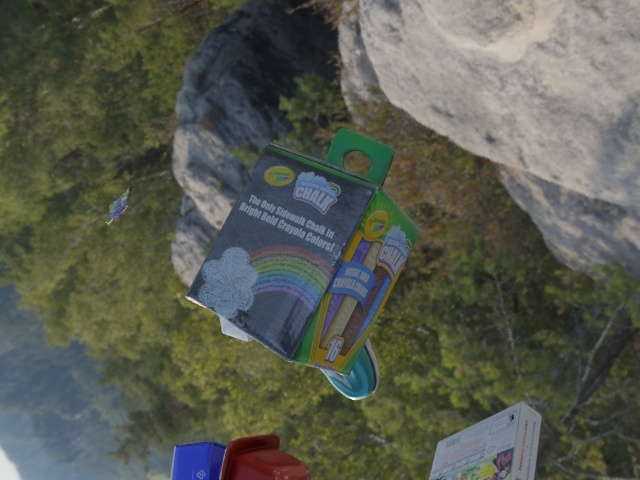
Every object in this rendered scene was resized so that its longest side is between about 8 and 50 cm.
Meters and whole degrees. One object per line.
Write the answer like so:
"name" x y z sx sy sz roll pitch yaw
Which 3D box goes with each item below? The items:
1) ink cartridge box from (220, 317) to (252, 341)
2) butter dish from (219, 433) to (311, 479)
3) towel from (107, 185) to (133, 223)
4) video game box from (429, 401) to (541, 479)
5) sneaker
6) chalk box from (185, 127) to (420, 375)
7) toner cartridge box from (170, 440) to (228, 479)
"ink cartridge box" -0.101 0.092 1.281 0.078 0.231 0.134 9 114 38
"butter dish" -0.056 0.332 0.784 0.118 0.160 0.160 5 169 21
"towel" -0.430 -0.077 1.355 0.083 0.060 0.009 -35 131 29
"video game box" 0.231 0.355 0.931 0.048 0.187 0.205 37 135 -5
"sneaker" -0.007 0.151 1.027 0.107 0.110 0.275 -33 95 25
"chalk box" 0.000 0.000 0.602 0.132 0.213 0.132 26 175 30
"toner cartridge box" -0.145 0.474 0.879 0.075 0.348 0.165 -14 147 26
